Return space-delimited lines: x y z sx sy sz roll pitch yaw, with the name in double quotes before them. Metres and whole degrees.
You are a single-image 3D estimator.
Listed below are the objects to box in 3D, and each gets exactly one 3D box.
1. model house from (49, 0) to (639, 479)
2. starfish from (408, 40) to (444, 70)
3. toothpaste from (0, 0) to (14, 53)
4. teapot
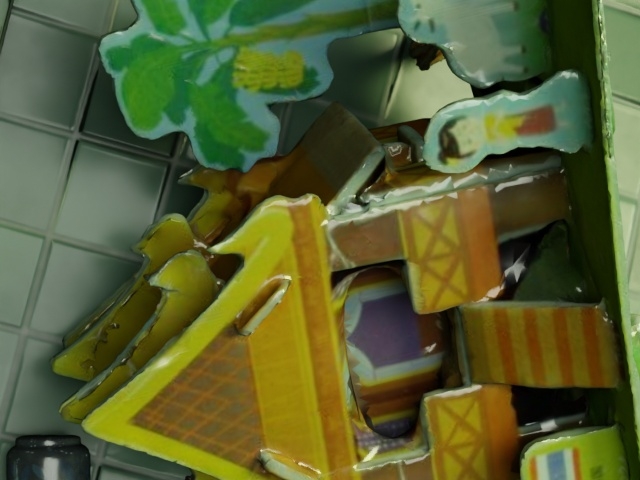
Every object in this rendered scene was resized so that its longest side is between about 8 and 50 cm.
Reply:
"model house" 0.000 0.000 0.980 0.312 0.242 0.358 -12 111 -11
"starfish" 0.094 -0.201 1.142 0.146 0.074 0.190 -4 86 -16
"toothpaste" -0.196 -0.164 1.074 0.049 0.031 0.204 14 80 -17
"teapot" -0.157 0.156 1.058 0.049 0.063 0.083 -1 88 15
